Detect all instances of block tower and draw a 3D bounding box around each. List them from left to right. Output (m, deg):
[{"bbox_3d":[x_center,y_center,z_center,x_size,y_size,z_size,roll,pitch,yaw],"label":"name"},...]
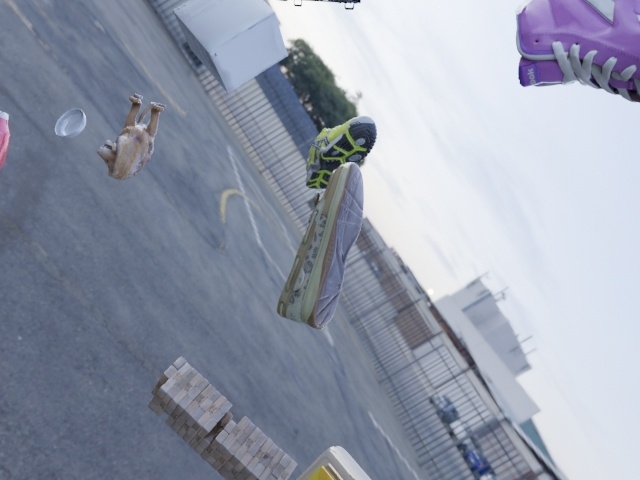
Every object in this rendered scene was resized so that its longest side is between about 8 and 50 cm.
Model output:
[{"bbox_3d":[-0.213,0.404,1.272,0.335,0.097,0.091,41,39,4],"label":"block tower"}]

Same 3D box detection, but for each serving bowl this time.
[{"bbox_3d":[-0.598,-0.278,1.460,0.083,0.083,0.027,60,3,34],"label":"serving bowl"}]

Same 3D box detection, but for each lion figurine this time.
[{"bbox_3d":[-0.577,-0.326,1.904,0.142,0.240,0.392,18,11,-9],"label":"lion figurine"}]

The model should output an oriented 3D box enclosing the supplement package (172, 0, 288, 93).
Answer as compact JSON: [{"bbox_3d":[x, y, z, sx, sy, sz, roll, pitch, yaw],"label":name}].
[{"bbox_3d":[-0.225,-0.525,1.532,0.203,0.194,0.149,52,-8,29],"label":"supplement package"}]

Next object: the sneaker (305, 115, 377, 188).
[{"bbox_3d":[0.041,-0.286,1.822,0.384,0.145,0.147,-36,-123,59],"label":"sneaker"}]

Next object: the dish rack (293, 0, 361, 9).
[{"bbox_3d":[-0.069,-0.433,0.984,0.271,0.208,0.074,29,-64,48],"label":"dish rack"}]

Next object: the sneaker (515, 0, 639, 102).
[{"bbox_3d":[0.295,-0.169,0.606,0.102,0.161,0.282,46,20,-50],"label":"sneaker"}]

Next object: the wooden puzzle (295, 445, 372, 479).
[{"bbox_3d":[-0.009,0.447,0.917,0.221,0.238,0.044,32,-24,56],"label":"wooden puzzle"}]

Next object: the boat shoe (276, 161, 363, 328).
[{"bbox_3d":[0.000,0.000,1.013,0.089,0.285,0.104,11,-14,28],"label":"boat shoe"}]

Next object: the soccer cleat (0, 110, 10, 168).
[{"bbox_3d":[-0.357,-0.088,0.464,0.083,0.095,0.248,17,2,25],"label":"soccer cleat"}]
